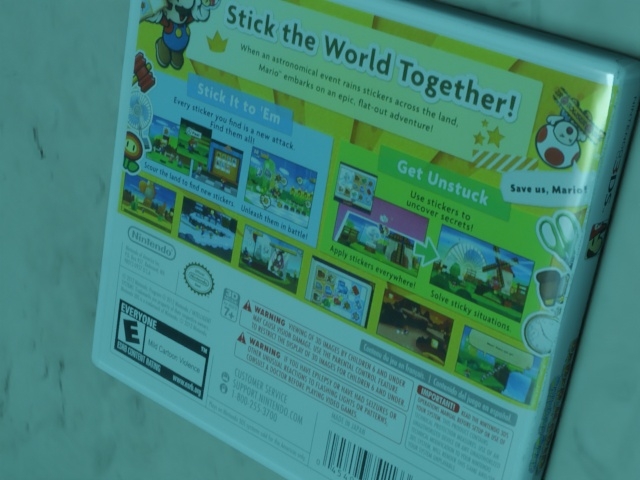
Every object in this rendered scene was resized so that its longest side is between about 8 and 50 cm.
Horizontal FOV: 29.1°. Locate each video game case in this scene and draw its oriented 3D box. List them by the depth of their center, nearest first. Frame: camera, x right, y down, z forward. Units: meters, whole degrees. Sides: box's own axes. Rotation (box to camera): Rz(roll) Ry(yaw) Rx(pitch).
[{"bbox_3d":[0.000,0.000,0.494,0.227,0.026,0.206,24,115,33],"label":"video game case"}]
